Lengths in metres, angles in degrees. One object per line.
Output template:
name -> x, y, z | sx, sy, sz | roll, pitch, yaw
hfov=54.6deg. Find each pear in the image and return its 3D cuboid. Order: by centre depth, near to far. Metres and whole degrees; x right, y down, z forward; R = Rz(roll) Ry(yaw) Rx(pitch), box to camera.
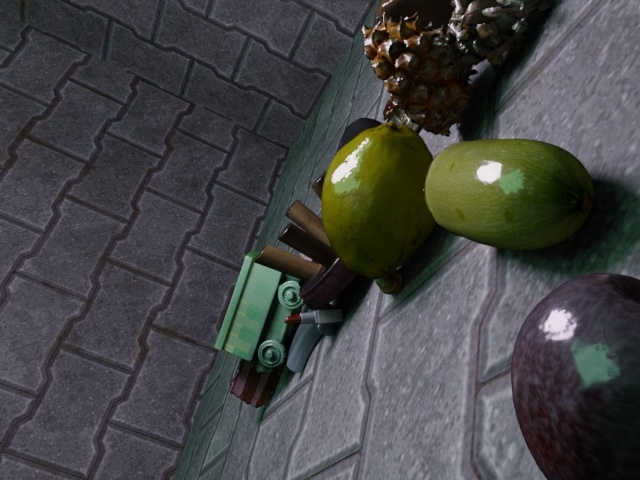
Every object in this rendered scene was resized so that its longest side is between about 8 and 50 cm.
pear -> 0.102, -0.067, 1.069 | 0.212, 0.212, 0.269 | -104, 23, -72

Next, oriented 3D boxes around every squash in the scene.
squash -> 0.218, -0.057, 0.717 | 0.133, 0.132, 0.247 | -66, 11, 1

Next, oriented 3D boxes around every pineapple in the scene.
pineapple -> 0.246, -0.352, 1.058 | 0.271, 0.262, 0.262 | -36, 26, 31

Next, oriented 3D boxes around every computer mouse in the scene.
computer mouse -> 0.106, -0.206, 1.507 | 0.086, 0.137, 0.270 | 116, 174, -61

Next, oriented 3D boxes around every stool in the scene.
stool -> 0.000, 0.000, 1.371 | 0.272, 0.178, 0.272 | -52, 9, 11

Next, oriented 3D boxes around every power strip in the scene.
power strip -> -0.022, 0.221, 1.455 | 0.216, 0.044, 0.137 | -54, 16, 43

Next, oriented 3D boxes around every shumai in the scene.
shumai -> 0.193, -0.301, 1.432 | 0.099, 0.087, 0.124 | -48, 19, 60

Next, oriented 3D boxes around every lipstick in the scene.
lipstick -> -0.017, 0.166, 1.330 | 0.030, 0.129, 0.030 | 148, 118, -69

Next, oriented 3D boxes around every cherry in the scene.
cherry -> 0.204, 0.106, 0.427 | 0.176, 0.140, 0.176 | -169, 90, -70

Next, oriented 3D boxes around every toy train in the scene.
toy train -> -0.136, 0.180, 1.575 | 0.301, 0.202, 0.120 | -70, -15, 9

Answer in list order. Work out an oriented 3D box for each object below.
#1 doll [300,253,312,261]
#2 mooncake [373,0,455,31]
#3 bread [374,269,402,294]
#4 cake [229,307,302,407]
doll -> -0.038, 0.085, 1.683 | 0.192, 0.095, 0.149 | -60, 7, 36
mooncake -> 0.226, -0.459, 1.261 | 0.228, 0.228, 0.124 | 136, 151, -62
bread -> 0.125, 0.069, 1.125 | 0.049, 0.033, 0.088 | -50, 17, 6
cake -> -0.151, 0.307, 1.702 | 0.113, 0.115, 0.295 | 129, 164, -65
